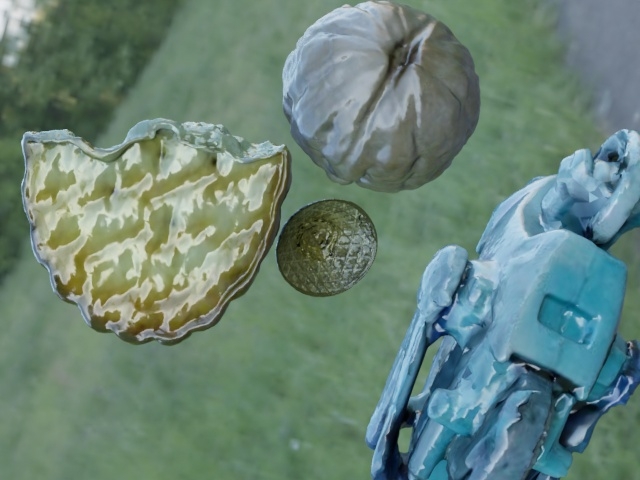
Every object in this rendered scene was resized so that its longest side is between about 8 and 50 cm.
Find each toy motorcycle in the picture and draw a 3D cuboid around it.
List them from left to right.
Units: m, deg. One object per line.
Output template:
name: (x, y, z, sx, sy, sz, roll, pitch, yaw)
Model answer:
toy motorcycle: (0.128, 0.057, 0.899, 0.260, 0.154, 0.206, -64, 6, -16)

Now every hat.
hat: (0.000, 0.000, 1.919, 0.067, 0.146, 0.146, -128, 54, -62)

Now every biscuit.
biscuit: (-0.218, -0.047, 1.723, 0.329, 0.335, 0.078, -52, 3, 1)

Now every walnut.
walnut: (0.051, -0.122, 1.239, 0.230, 0.178, 0.178, 97, -173, -77)
